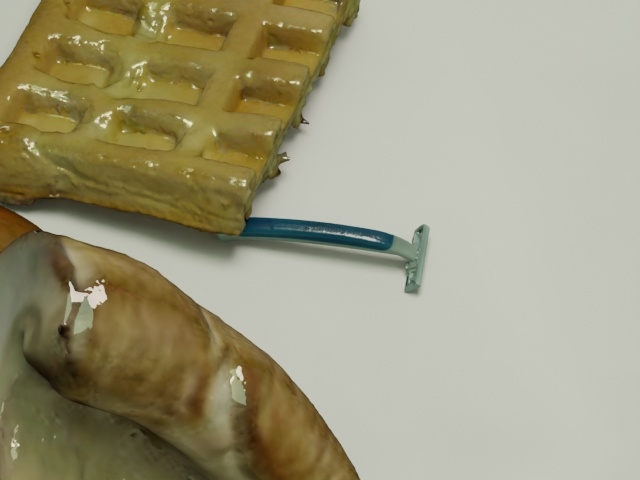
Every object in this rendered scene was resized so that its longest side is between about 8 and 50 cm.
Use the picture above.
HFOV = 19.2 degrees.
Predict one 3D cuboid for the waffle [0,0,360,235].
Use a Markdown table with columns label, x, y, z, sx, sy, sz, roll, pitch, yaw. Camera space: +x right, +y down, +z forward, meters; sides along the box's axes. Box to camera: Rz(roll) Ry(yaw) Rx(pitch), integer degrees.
| label | x | y | z | sx | sy | sz | roll | pitch | yaw |
| --- | --- | --- | --- | --- | --- | --- | --- | --- | --- |
| waffle | -0.151 | -0.162 | 1.784 | 0.304 | 0.077 | 0.348 | 12 | 51 | 13 |

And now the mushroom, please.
| label | x | y | z | sx | sy | sz | roll | pitch | yaw |
| --- | --- | --- | --- | --- | --- | --- | --- | --- | --- |
| mushroom | -0.091 | 0.195 | 1.344 | 0.397 | 0.224 | 0.314 | 20 | 75 | -33 |

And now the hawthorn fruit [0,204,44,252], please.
| label | x | y | z | sx | sy | sz | roll | pitch | yaw |
| --- | --- | --- | --- | --- | --- | --- | --- | --- | --- |
| hawthorn fruit | -0.298 | 0.091 | 1.487 | 0.268 | 0.268 | 0.301 | -11 | 40 | -11 |

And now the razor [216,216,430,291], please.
| label | x | y | z | sx | sy | sz | roll | pitch | yaw |
| --- | --- | --- | --- | --- | --- | --- | --- | --- | --- |
| razor | 0.000 | -0.002 | 1.698 | 0.191 | 0.037 | 0.068 | 9 | 54 | 5 |
